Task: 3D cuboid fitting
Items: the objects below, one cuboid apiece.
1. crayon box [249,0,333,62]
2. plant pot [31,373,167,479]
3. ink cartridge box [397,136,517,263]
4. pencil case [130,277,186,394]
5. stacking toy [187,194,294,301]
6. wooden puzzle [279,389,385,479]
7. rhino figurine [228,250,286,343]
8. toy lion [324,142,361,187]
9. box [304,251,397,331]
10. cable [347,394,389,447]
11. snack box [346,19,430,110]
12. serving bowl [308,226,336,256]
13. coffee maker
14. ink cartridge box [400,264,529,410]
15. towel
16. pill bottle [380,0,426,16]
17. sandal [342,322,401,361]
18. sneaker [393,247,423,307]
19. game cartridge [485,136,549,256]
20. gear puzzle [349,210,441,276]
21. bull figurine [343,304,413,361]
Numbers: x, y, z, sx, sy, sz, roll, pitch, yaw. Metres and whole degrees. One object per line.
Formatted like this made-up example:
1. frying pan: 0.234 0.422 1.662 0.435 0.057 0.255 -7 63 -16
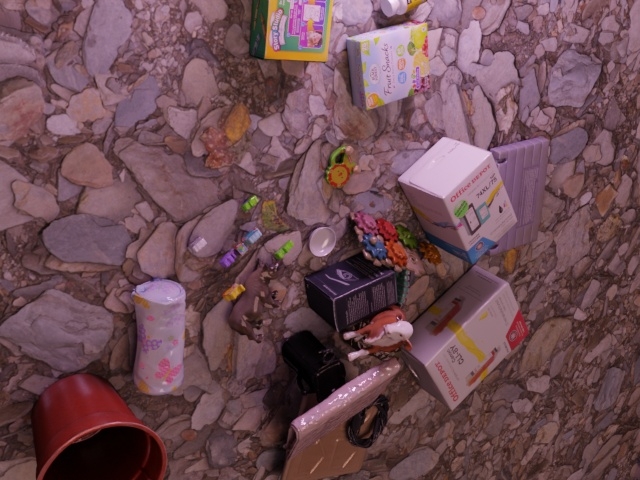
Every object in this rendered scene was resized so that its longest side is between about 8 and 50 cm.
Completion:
1. crayon box: -0.059 -0.539 1.430 0.165 0.081 0.279 -7 114 -31
2. plant pot: -0.519 0.451 1.455 0.272 0.265 0.273 -14 117 -29
3. ink cartridge box: 0.391 -0.116 1.851 0.198 0.197 0.270 -42 127 -11
4. pencil case: -0.384 0.230 1.543 0.124 0.113 0.273 -6 114 -26
5. stacking toy: -0.194 0.017 1.591 0.221 0.052 0.167 -42 110 -18
6. wooden puzzle: 0.031 0.586 2.013 0.347 0.080 0.322 2 110 -39
7. rhino figurine: -0.156 0.138 1.679 0.106 0.073 0.243 24 94 -28
8. toy lion: 0.051 -0.190 1.699 0.096 0.034 0.100 -31 125 -9
9. box: 0.084 0.137 1.790 0.207 0.153 0.108 -22 122 -23
10. cable: 0.151 0.560 2.017 0.150 0.047 0.185 -11 115 -40
11. snack box: 0.174 -0.442 1.638 0.207 0.070 0.175 -23 123 -22
12. serving bowl: 0.000 0.000 1.750 0.083 0.027 0.083 -15 119 -29
13. coffee maker: -0.016 0.326 1.791 0.120 0.178 0.171 -1 114 -36
14. ink cartridge box: 0.466 0.319 2.123 0.384 0.160 0.279 -41 128 -11
15. towel: 0.047 0.459 1.774 0.331 0.053 0.317 -29 160 -23
16. pill bottle: 0.206 -0.594 1.593 0.116 0.065 0.065 -33 125 -17
17. sandal: 0.150 0.297 1.959 0.219 0.060 0.090 29 94 -21
18. sneaker: 0.260 0.125 1.950 0.098 0.083 0.224 5 107 -40
19. game cartridge: 0.623 -0.141 2.087 0.230 0.068 0.355 -18 120 -31
20. gear puzzle: 0.235 0.014 1.828 0.338 0.176 0.044 16 134 -38
21. bull figurine: 0.162 0.247 1.769 0.188 0.310 0.101 -17 91 9
